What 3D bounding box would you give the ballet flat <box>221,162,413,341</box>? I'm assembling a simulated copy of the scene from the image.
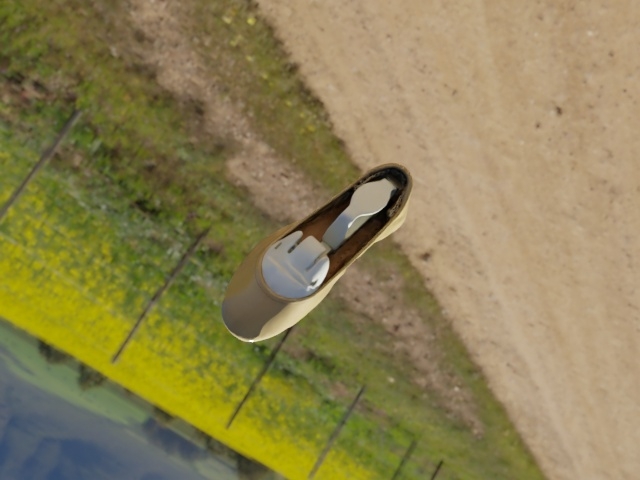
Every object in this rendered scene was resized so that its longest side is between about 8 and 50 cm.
[{"bbox_3d":[0.000,0.000,0.893,0.080,0.232,0.073,44,151,7],"label":"ballet flat"}]
